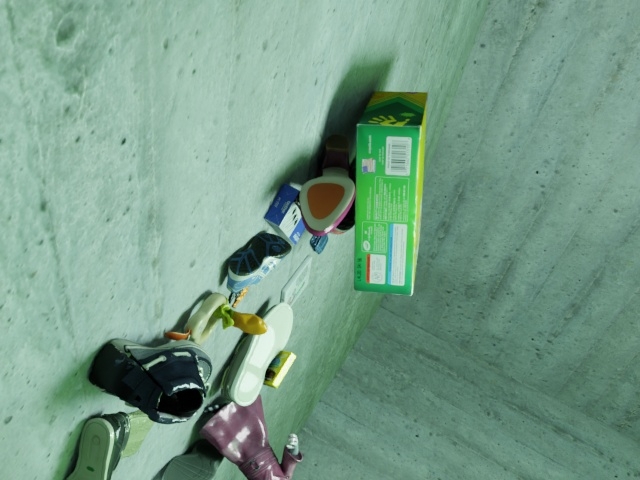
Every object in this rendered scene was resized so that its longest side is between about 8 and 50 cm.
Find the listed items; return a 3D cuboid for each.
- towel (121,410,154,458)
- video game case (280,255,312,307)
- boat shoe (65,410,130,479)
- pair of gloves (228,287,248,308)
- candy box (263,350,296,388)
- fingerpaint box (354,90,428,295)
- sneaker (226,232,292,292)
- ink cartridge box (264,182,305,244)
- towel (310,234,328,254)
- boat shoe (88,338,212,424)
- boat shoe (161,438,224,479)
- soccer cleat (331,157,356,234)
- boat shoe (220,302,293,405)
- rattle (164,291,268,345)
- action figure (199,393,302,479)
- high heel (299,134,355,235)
[{"bbox_3d":[-0.386,0.397,1.420,0.110,0.027,0.148,-61,167,-3],"label":"towel"},{"bbox_3d":[-0.076,0.142,2.130,0.157,0.019,0.143,-53,164,-36],"label":"video game case"},{"bbox_3d":[-0.405,0.419,1.267,0.233,0.084,0.079,-69,166,12],"label":"boat shoe"},{"bbox_3d":[-0.193,0.125,1.662,0.074,0.010,0.083,-60,166,-13],"label":"pair of gloves"},{"bbox_3d":[-0.153,0.351,1.957,0.206,0.027,0.105,-3,-133,56],"label":"candy box"},{"bbox_3d":[0.187,-0.138,1.849,0.371,0.163,0.445,-66,158,-63],"label":"fingerpaint box"},{"bbox_3d":[-0.144,0.048,1.578,0.211,0.080,0.081,-30,153,-50],"label":"sneaker"},{"bbox_3d":[-0.073,-0.059,1.683,0.097,0.046,0.207,-61,167,-6],"label":"ink cartridge box"},{"bbox_3d":[0.000,0.000,2.120,0.067,0.029,0.119,-61,167,-9],"label":"towel"},{"bbox_3d":[-0.257,0.265,1.266,0.127,0.158,0.340,-63,157,2],"label":"boat shoe"},{"bbox_3d":[-0.344,0.632,1.869,0.320,0.118,0.103,-28,143,-81],"label":"boat shoe"},{"bbox_3d":[0.109,-0.156,2.117,0.318,0.108,0.116,-60,-173,-18],"label":"soccer cleat"},{"bbox_3d":[-0.176,0.301,1.905,0.109,0.091,0.305,42,63,-32],"label":"boat shoe"},{"bbox_3d":[-0.219,0.199,1.445,0.130,0.143,0.199,-47,178,16],"label":"rattle"},{"bbox_3d":[-0.187,0.610,1.915,0.248,0.370,0.276,-28,168,-19],"label":"action figure"},{"bbox_3d":[0.024,-0.087,1.673,0.377,0.127,0.181,-71,168,-50],"label":"high heel"}]
